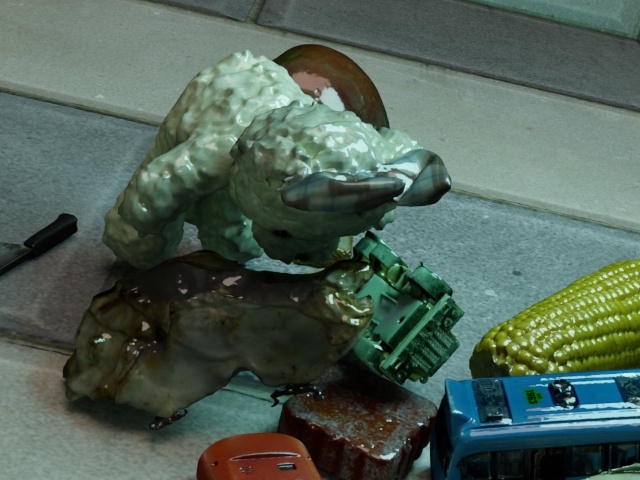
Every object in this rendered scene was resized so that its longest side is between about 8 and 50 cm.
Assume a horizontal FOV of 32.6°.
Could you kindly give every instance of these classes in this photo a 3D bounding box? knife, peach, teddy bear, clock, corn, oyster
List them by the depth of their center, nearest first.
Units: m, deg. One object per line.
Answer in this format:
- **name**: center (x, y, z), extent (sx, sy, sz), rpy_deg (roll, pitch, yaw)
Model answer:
- **clock**: center (-0.041, 0.238, 0.993), extent (0.113, 0.061, 0.155), rpy_deg (1, 27, -23)
- **oyster**: center (-0.105, 0.093, 1.098), extent (0.337, 0.133, 0.198), rpy_deg (-3, 42, 21)
- **teddy bear**: center (-0.051, -0.021, 1.196), extent (0.327, 0.375, 0.362), rpy_deg (-1, 40, -35)
- **knife**: center (-0.377, 0.018, 1.309), extent (0.060, 0.028, 0.230), rpy_deg (10, 27, 21)
- **corn**: center (0.317, 0.117, 1.310), extent (0.387, 0.144, 0.144), rpy_deg (-17, 40, -41)
- **peach**: center (-0.012, -0.157, 1.589), extent (0.252, 0.252, 0.252), rpy_deg (11, 27, -5)

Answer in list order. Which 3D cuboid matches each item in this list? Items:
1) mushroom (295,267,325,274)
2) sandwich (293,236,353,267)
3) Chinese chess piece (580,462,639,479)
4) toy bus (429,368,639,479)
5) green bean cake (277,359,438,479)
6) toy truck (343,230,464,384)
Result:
- **mushroom**: center (-0.034, 0.056, 1.355), extent (0.060, 0.061, 0.187), rpy_deg (22, 23, 28)
- **sandwich**: center (0.000, 0.000, 1.496), extent (0.093, 0.036, 0.105), rpy_deg (13, 26, 1)
- **Chinese chess piece**: center (0.308, 0.333, 0.872), extent (0.349, 0.146, 0.349), rpy_deg (11, 27, -6)
- **toy bus**: center (0.231, 0.199, 1.067), extent (0.246, 0.134, 0.113), rpy_deg (-3, 28, 2)
- **green bean cake**: center (0.039, 0.190, 1.123), extent (0.135, 0.056, 0.135), rpy_deg (22, 28, 22)
- **toy truck**: center (0.086, 0.090, 1.222), extent (0.135, 0.128, 0.259), rpy_deg (43, -5, -15)
